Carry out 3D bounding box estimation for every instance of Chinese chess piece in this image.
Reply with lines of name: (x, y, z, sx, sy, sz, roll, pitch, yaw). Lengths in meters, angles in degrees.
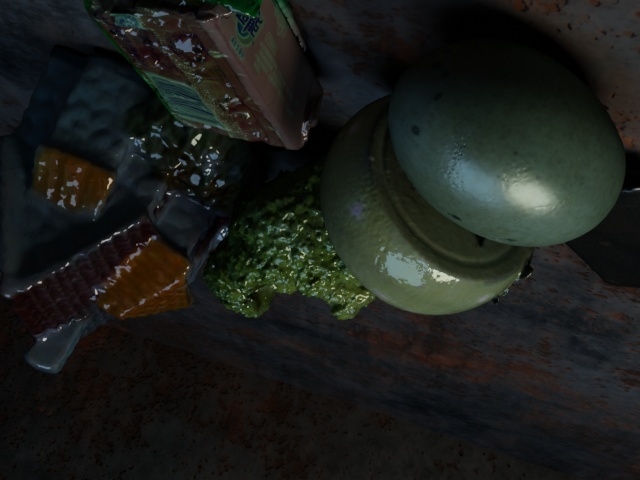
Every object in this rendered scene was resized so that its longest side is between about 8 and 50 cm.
Chinese chess piece: (0.112, -0.039, 1.151, 0.237, 0.238, 0.092, 26, 144, -21)

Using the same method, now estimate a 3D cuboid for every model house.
model house: (-0.272, -0.001, 1.451, 0.297, 0.339, 0.360, 27, 163, 3)

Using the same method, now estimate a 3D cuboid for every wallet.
wallet: (0.342, -0.009, 1.305, 0.170, 0.044, 0.321, 6, 162, 38)

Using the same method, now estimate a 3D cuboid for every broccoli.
broccoli: (-0.008, 0.020, 1.409, 0.186, 0.254, 0.302, 58, 160, 14)

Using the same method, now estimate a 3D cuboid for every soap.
soap: (-0.114, -0.191, 1.143, 0.217, 0.098, 0.273, 12, 161, 22)

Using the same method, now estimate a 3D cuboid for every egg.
egg: (0.167, -0.086, 1.040, 0.236, 0.169, 0.169, 31, 160, -27)
